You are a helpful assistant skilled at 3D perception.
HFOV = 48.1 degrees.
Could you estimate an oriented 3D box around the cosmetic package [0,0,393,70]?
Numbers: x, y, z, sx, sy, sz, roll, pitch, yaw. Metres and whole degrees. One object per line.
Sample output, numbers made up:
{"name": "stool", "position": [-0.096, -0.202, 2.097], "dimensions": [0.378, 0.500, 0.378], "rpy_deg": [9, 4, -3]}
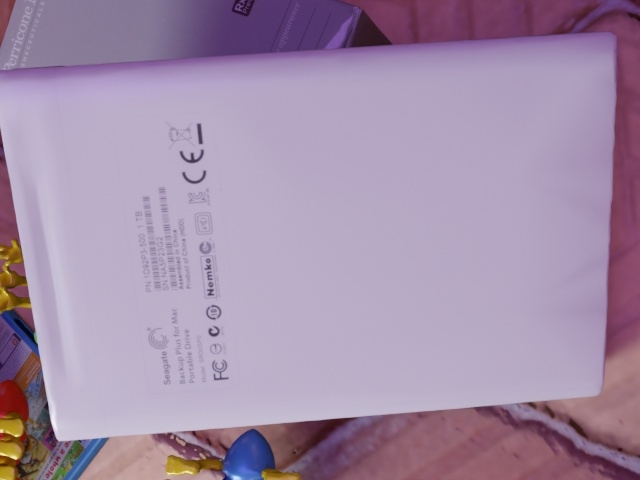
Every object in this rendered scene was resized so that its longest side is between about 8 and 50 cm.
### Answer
{"name": "cosmetic package", "position": [-0.085, -0.119, 0.481], "dimensions": [0.238, 0.107, 0.127], "rpy_deg": [22, 97, 16]}

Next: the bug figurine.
{"name": "bug figurine", "position": [-0.132, 0.110, 0.490], "dimensions": [0.279, 0.072, 0.216], "rpy_deg": [8, 83, 15]}

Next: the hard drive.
{"name": "hard drive", "position": [0.000, 0.000, 0.392], "dimensions": [0.308, 0.040, 0.202], "rpy_deg": [-4, 104, -3]}

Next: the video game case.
{"name": "video game case", "position": [-0.250, 0.133, 0.570], "dimensions": [0.166, 0.015, 0.119], "rpy_deg": [41, 99, 17]}
